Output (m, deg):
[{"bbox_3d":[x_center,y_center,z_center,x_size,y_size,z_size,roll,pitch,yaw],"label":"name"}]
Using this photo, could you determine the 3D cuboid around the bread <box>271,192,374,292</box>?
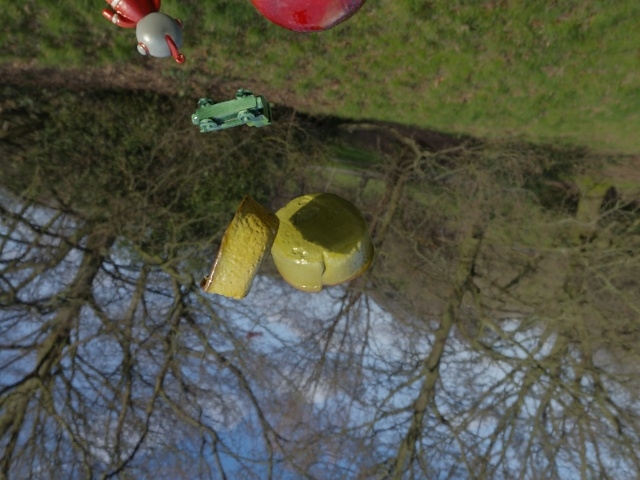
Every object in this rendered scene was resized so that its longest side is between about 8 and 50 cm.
[{"bbox_3d":[0.000,0.000,1.411,0.269,0.270,0.148,16,144,21],"label":"bread"}]

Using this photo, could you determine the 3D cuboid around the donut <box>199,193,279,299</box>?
[{"bbox_3d":[-0.143,-0.005,1.090,0.101,0.152,0.259,24,-154,-2],"label":"donut"}]

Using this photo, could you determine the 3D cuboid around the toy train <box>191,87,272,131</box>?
[{"bbox_3d":[-0.237,-0.336,1.497,0.200,0.083,0.132,-8,170,13],"label":"toy train"}]

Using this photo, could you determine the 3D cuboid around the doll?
[{"bbox_3d":[-0.392,-0.500,1.265,0.245,0.142,0.076,49,163,-11],"label":"doll"}]

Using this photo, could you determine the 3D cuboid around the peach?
[{"bbox_3d":[-0.034,-0.464,1.031,0.267,0.154,0.159,-4,139,8],"label":"peach"}]
